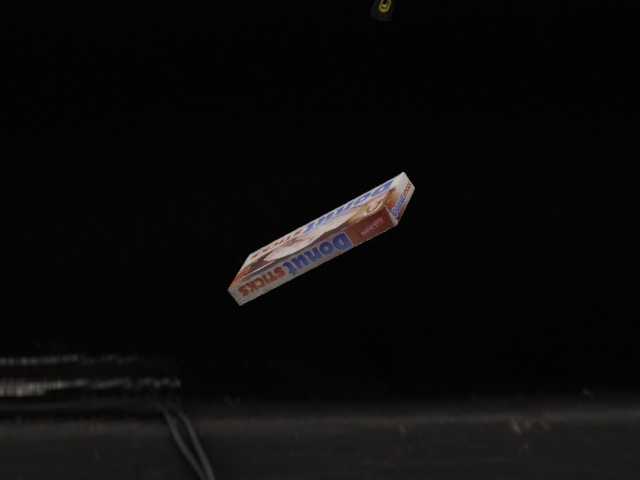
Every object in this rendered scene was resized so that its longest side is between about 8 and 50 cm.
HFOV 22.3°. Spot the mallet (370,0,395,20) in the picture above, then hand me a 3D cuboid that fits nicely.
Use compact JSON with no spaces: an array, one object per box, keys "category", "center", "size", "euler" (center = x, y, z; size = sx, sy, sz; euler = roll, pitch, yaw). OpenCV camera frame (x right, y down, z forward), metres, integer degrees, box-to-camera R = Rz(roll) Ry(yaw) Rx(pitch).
[{"category":"mallet","center":[0.086,-0.266,1.329],"size":[0.062,0.039,0.190],"euler":[9,-61,-3]}]

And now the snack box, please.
[{"category":"snack box","center":[0.000,0.000,1.410],"size":[0.178,0.064,0.022],"euler":[-28,-73,30]}]
